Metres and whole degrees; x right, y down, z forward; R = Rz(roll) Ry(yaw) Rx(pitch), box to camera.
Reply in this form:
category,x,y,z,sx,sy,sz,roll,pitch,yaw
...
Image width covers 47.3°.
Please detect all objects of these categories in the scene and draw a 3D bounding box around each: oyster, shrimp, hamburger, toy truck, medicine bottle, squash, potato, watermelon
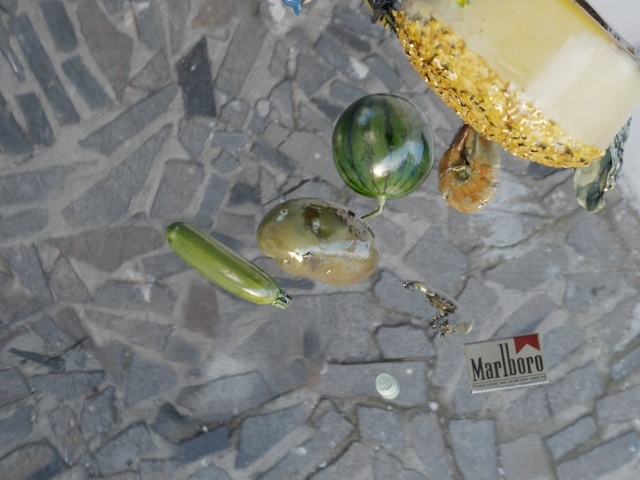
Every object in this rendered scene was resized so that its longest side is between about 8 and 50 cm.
category,x,y,z,sx,sy,sz,roll,pitch,yaw
oyster,0.510,-0.181,1.326,0.087,0.199,0.252,3,84,-2
shrimp,0.221,0.128,1.394,0.150,0.217,0.051,43,106,16
hamburger,0.210,-0.203,0.789,0.294,0.179,0.276,54,28,14
toy truck,0.197,-0.452,1.522,0.136,0.111,0.286,-17,61,-32
medicine bottle,0.151,0.329,1.655,0.047,0.083,0.047,-6,66,13
shrimp,0.355,-0.210,1.715,0.062,0.154,0.295,26,72,-58
squash,-0.162,0.047,1.261,0.252,0.066,0.066,32,72,3
potato,0.000,0.000,1.442,0.262,0.165,0.165,12,77,-31
watermelon,0.112,-0.155,1.305,0.188,0.188,0.215,8,74,-17

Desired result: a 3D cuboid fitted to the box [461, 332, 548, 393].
category,x,y,z,sx,sy,sz,roll,pitch,yaw
box,0.421,0.279,1.671,0.177,0.036,0.115,-8,85,1

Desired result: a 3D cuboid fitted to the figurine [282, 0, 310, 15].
category,x,y,z,sx,sy,sz,roll,pitch,yaw
figurine,-0.025,-0.606,1.762,0.149,0.087,0.086,-19,70,9
